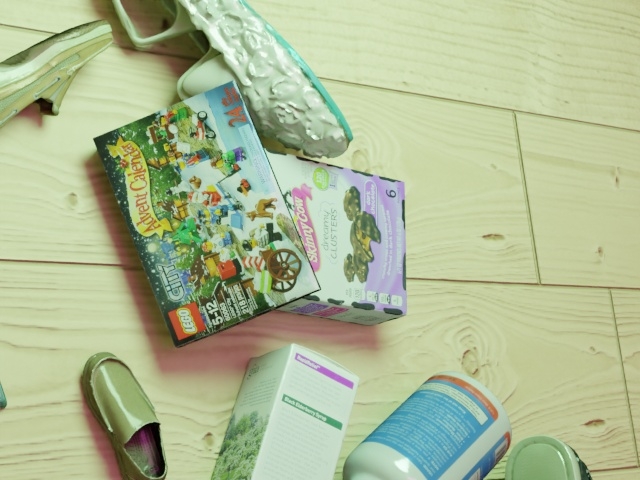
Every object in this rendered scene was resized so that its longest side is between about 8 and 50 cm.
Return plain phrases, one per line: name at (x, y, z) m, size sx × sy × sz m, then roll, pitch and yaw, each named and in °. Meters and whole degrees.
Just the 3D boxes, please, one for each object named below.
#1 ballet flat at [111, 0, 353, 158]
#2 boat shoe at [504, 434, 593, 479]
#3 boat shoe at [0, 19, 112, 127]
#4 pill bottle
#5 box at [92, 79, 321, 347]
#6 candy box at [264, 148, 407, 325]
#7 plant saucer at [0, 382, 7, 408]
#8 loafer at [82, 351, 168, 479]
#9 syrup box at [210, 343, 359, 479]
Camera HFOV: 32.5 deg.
ballet flat at (-0.135, -0.232, 1.207) m, size 0.409 × 0.147 × 0.147 m, roll 53°, pitch 53°, yaw -6°
boat shoe at (0.280, 0.405, 1.284) m, size 0.113 × 0.127 × 0.340 m, roll 24°, pitch 58°, yaw -53°
boat shoe at (-0.283, -0.159, 1.107) m, size 0.190 × 0.068 × 0.072 m, roll -35°, pitch 109°, yaw -27°
pill bottle at (0.102, 0.251, 1.201) m, size 0.221 × 0.124 × 0.124 m, roll -36°, pitch 97°, yaw -37°
box at (-0.115, -0.026, 1.126) m, size 0.159 × 0.044 × 0.233 m, roll -23°, pitch 85°, yaw 0°
candy box at (0.000, 0.000, 1.242) m, size 0.196 × 0.070 × 0.165 m, roll 11°, pitch 70°, yaw -32°
plant saucer at (-0.373, 0.142, 0.969) m, size 0.192 × 0.018 × 0.067 m, roll -15°, pitch 84°, yaw -38°
loafer at (-0.183, 0.175, 1.070) m, size 0.056 × 0.050 × 0.148 m, roll -26°, pitch 91°, yaw -38°
syrup box at (-0.047, 0.233, 1.121) m, size 0.096 × 0.093 × 0.237 m, roll 31°, pitch 60°, yaw -23°
